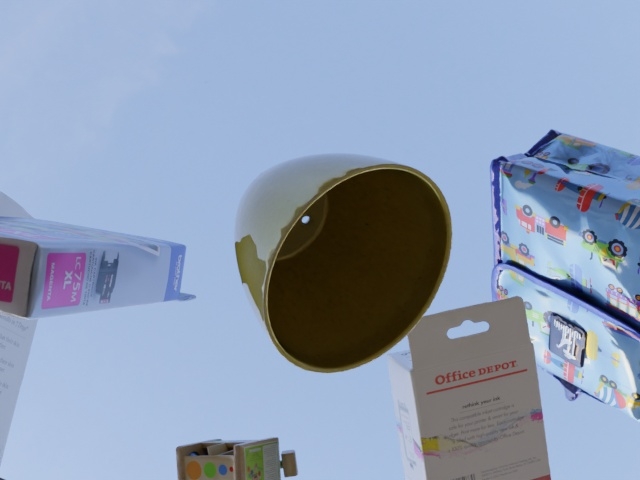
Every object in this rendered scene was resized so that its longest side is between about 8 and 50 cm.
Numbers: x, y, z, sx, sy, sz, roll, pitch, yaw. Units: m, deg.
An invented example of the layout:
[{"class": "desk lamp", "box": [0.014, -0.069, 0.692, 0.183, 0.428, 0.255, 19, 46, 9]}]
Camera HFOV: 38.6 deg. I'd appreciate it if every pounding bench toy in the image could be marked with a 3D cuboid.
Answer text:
[{"class": "pounding bench toy", "box": [-0.063, 0.178, 0.695, 0.065, 0.083, 0.052, -8, -98, 29]}]

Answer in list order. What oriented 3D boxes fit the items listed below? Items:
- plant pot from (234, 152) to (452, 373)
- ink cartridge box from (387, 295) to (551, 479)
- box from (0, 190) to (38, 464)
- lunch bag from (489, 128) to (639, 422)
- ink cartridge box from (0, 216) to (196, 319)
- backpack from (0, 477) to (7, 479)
[{"class": "plant pot", "box": [0.000, 0.000, 0.563, 0.134, 0.095, 0.134, -17, -57, -28]}, {"class": "ink cartridge box", "box": [0.128, 0.149, 0.797, 0.115, 0.067, 0.198, -10, -83, -14]}, {"class": "box", "box": [-0.409, 0.113, 0.873, 0.168, 0.215, 0.345, 5, -109, 13]}, {"class": "lunch bag", "box": [0.305, 0.054, 1.028, 0.138, 0.221, 0.293, -26, -51, -38]}, {"class": "ink cartridge box", "box": [-0.238, 0.016, 0.763, 0.185, 0.311, 0.065, 9, -91, 14]}, {"class": "backpack", "box": [-0.216, 0.197, 0.557, 0.114, 0.105, 0.084, 29, -50, -32]}]
